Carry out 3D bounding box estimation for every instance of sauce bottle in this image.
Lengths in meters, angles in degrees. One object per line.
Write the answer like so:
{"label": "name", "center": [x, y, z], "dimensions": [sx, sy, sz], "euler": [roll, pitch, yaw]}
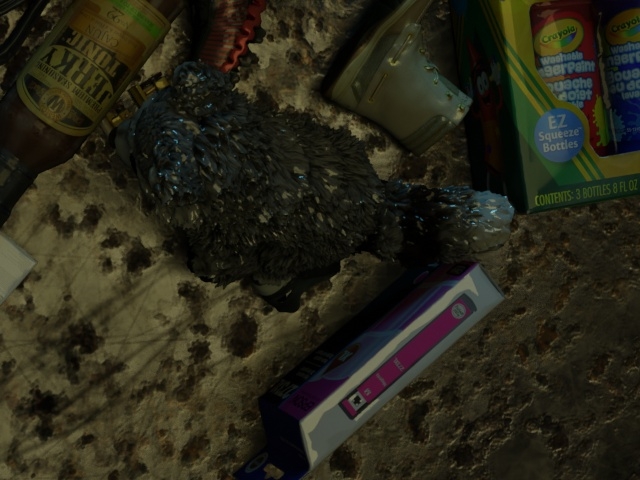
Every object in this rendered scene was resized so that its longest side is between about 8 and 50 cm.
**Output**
{"label": "sauce bottle", "center": [-0.292, -0.166, 1.829], "dimensions": [0.111, 0.111, 0.344], "euler": [36, 85, -16]}

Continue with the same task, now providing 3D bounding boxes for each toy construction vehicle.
{"label": "toy construction vehicle", "center": [-0.206, -0.141, 1.897], "dimensions": [0.098, 0.035, 0.086], "euler": [-33, 102, -13]}

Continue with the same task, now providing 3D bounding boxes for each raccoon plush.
{"label": "raccoon plush", "center": [-0.005, -0.092, 1.782], "dimensions": [0.447, 0.299, 0.216], "euler": [-7, 75, 0]}

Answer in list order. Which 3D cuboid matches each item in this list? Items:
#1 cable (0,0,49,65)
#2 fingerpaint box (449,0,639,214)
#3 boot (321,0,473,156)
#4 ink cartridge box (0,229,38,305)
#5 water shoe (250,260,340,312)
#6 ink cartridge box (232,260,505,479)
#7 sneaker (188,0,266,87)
{"label": "cable", "center": [-0.314, -0.317, 1.859], "dimensions": [0.139, 0.072, 0.287], "euler": [27, 97, -34]}
{"label": "fingerpaint box", "center": [0.404, -0.248, 2.020], "dimensions": [0.445, 0.163, 0.371], "euler": [-9, 95, -17]}
{"label": "boot", "center": [0.125, -0.220, 1.956], "dimensions": [0.165, 0.077, 0.213], "euler": [33, 108, -18]}
{"label": "ink cartridge box", "center": [-0.388, 0.047, 1.853], "dimensions": [0.063, 0.029, 0.115], "euler": [42, 81, -16]}
{"label": "water shoe", "center": [0.000, 0.000, 1.965], "dimensions": [0.203, 0.073, 0.080], "euler": [-44, 128, -9]}
{"label": "ink cartridge box", "center": [0.041, 0.158, 1.919], "dimensions": [0.371, 0.176, 0.069], "euler": [-43, 105, -11]}
{"label": "sneaker", "center": [-0.118, -0.303, 1.885], "dimensions": [0.135, 0.098, 0.276], "euler": [20, 85, -18]}
